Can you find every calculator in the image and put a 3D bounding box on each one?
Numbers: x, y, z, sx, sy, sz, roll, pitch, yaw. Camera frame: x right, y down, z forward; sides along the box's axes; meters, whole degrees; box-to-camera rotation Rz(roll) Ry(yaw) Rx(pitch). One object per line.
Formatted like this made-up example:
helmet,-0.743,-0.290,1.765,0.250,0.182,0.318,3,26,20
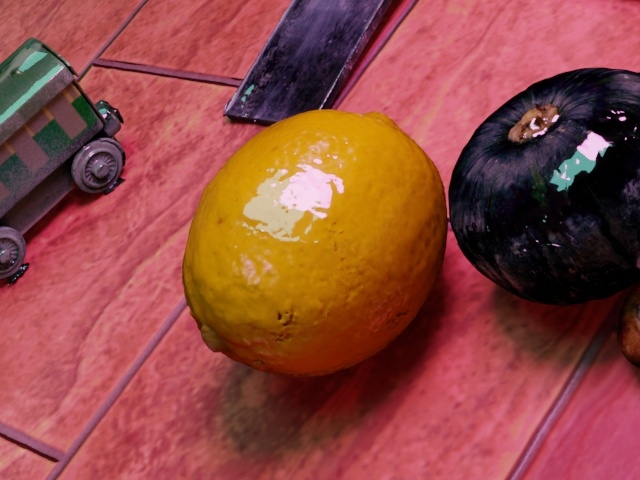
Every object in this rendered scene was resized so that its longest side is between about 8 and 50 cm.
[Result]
calculator,-0.004,-0.243,1.710,0.161,0.021,0.261,14,67,44

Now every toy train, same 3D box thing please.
toy train,-0.379,-0.088,1.707,0.301,0.202,0.120,-44,44,-11

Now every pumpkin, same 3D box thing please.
pumpkin,0.224,-0.051,1.227,0.233,0.163,0.233,-35,20,15

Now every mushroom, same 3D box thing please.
mushroom,0.305,0.068,1.160,0.123,0.052,0.123,-19,36,14

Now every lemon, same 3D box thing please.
lemon,-0.002,0.004,1.310,0.263,0.236,0.236,-44,38,4
